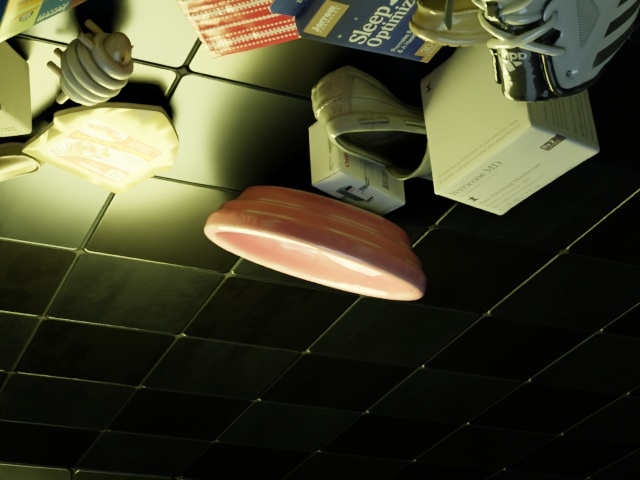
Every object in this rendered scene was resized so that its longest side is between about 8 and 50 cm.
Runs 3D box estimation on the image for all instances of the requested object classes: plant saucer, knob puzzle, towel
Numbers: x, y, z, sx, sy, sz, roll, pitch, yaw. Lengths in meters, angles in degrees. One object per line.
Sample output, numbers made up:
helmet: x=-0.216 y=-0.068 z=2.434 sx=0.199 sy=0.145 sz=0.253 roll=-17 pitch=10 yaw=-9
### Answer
plant saucer: x=0.000 y=0.000 z=1.797 sx=0.332 sy=0.084 sz=0.332 roll=16 pitch=171 yaw=3
knob puzzle: x=-0.276 y=-0.140 z=1.671 sx=0.213 sy=0.030 sz=0.213 roll=-2 pitch=150 yaw=-1
towel: x=-0.076 y=-0.310 z=1.394 sx=0.198 sy=0.031 sz=0.275 roll=-12 pitch=152 yaw=9

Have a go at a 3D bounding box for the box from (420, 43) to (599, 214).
box: x=0.231 y=-0.158 z=1.546 sx=0.119 sy=0.182 sz=0.181 roll=16 pitch=146 yaw=-32

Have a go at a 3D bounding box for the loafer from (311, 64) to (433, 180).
loafer: x=0.117 y=-0.125 z=1.660 sx=0.319 sy=0.112 sz=0.112 roll=19 pitch=140 yaw=-36

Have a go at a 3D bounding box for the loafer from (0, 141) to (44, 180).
loafer: x=-0.450 y=-0.098 z=1.704 sx=0.148 sy=0.050 sz=0.056 roll=-6 pitch=151 yaw=4

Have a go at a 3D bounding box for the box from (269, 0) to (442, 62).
box: x=0.067 y=-0.275 z=1.434 sx=0.225 sy=0.037 sz=0.136 roll=7 pitch=146 yaw=-30

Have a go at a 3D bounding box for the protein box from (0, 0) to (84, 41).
protein box: x=-0.284 y=-0.332 z=1.122 sx=0.136 sy=0.200 sz=0.201 roll=-37 pitch=173 yaw=-37

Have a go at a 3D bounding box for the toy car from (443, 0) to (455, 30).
toy car: x=0.095 y=-0.304 z=1.263 sx=0.149 sy=0.188 sz=0.155 roll=-26 pitch=144 yaw=34

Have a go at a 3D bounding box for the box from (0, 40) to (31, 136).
box: x=-0.412 y=-0.184 z=1.408 sx=0.113 sy=0.094 sz=0.275 roll=-5 pitch=175 yaw=0

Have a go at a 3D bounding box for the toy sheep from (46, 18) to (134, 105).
toy sheep: x=-0.276 y=-0.208 z=1.498 sx=0.132 sy=0.091 sz=0.091 roll=-32 pitch=141 yaw=32

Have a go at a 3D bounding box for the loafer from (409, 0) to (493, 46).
loafer: x=0.220 y=-0.292 z=1.380 sx=0.268 sy=0.102 sz=0.092 roll=-20 pitch=120 yaw=-10

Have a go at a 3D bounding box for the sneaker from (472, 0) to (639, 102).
sneaker: x=0.183 y=-0.249 z=1.156 sx=0.447 sy=0.258 sz=0.169 roll=-10 pitch=-159 yaw=-42

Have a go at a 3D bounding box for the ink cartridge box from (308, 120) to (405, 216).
ink cartridge box: x=0.050 y=-0.103 z=1.706 sx=0.056 sy=0.099 sz=0.135 roll=-27 pitch=142 yaw=36
